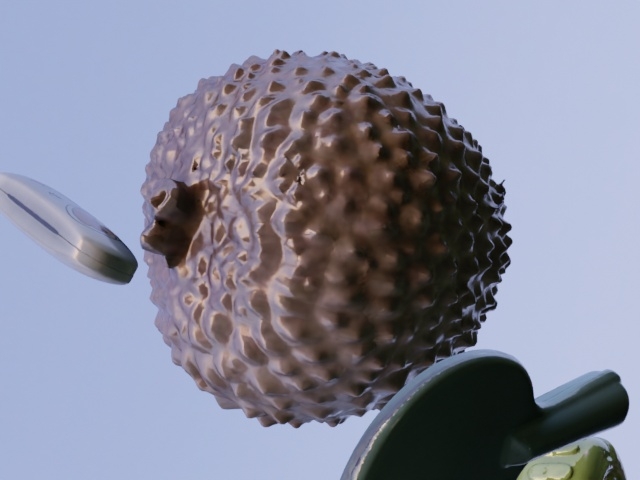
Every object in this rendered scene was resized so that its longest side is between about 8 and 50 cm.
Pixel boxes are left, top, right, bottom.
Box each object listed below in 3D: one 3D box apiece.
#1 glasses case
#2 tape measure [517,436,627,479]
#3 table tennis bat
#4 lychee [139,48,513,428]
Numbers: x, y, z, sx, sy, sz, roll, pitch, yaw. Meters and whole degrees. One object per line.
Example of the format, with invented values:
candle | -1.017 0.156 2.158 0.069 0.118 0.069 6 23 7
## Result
glasses case | -0.218 -0.011 1.309 0.067 0.178 0.045 28 -86 -47
tape measure | 0.200 0.233 1.249 0.154 0.087 0.177 -67 -34 -42
table tennis bat | 0.094 0.118 0.881 0.237 0.038 0.149 -17 -56 -40
lychee | 0.000 0.000 1.576 0.432 0.380 0.380 9 -88 -41
